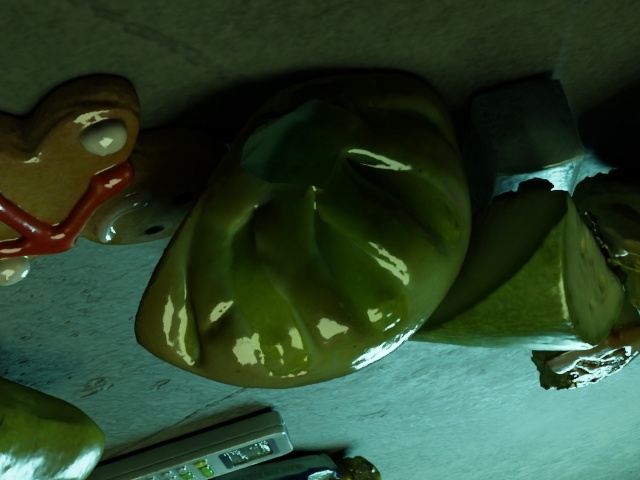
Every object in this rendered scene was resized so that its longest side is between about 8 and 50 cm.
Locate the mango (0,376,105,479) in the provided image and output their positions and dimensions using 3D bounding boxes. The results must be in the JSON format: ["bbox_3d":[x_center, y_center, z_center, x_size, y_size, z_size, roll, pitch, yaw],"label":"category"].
[{"bbox_3d":[-0.325,0.174,1.085,0.195,0.142,0.332,-22,161,20],"label":"mango"}]

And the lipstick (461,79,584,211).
[{"bbox_3d":[0.143,-0.023,1.072,0.077,0.076,0.289,-11,155,-4],"label":"lipstick"}]

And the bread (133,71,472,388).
[{"bbox_3d":[0.013,-0.005,0.893,0.260,0.156,0.158,-56,171,-24],"label":"bread"}]

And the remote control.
[{"bbox_3d":[-0.156,0.248,1.527,0.250,0.034,0.103,-18,158,-3],"label":"remote control"}]

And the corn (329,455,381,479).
[{"bbox_3d":[-0.012,0.377,1.853,0.102,0.102,0.313,0,152,-37],"label":"corn"}]

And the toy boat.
[{"bbox_3d":[-0.086,0.337,1.679,0.262,0.115,0.114,-9,156,-21],"label":"toy boat"}]

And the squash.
[{"bbox_3d":[0.074,0.027,0.990,0.252,0.093,0.169,2,156,27],"label":"squash"}]

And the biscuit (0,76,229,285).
[{"bbox_3d":[-0.187,-0.030,0.844,0.324,0.049,0.205,1,150,-44],"label":"biscuit"}]

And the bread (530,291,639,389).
[{"bbox_3d":[0.287,0.104,1.465,0.125,0.086,0.156,-20,159,0],"label":"bread"}]

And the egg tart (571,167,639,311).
[{"bbox_3d":[0.337,0.022,1.078,0.319,0.128,0.319,8,-170,-1],"label":"egg tart"}]
